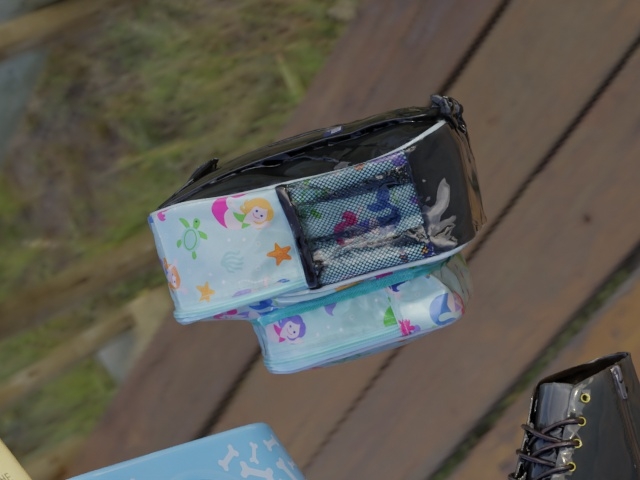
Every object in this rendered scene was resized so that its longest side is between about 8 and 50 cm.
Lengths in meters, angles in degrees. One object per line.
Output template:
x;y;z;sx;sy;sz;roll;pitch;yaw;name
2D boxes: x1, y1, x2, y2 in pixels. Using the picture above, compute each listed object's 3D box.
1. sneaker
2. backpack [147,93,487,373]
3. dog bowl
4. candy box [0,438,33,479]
0.134;0.159;1.209;0.083;0.222;0.118;-11;104;48;sneaker
0.000;0.000;1.520;0.253;0.225;0.191;-11;94;8;backpack
-0.125;0.186;1.240;0.166;0.297;0.074;-30;78;37;dog bowl
-0.168;0.111;0.657;0.316;0.087;0.183;43;140;33;candy box
